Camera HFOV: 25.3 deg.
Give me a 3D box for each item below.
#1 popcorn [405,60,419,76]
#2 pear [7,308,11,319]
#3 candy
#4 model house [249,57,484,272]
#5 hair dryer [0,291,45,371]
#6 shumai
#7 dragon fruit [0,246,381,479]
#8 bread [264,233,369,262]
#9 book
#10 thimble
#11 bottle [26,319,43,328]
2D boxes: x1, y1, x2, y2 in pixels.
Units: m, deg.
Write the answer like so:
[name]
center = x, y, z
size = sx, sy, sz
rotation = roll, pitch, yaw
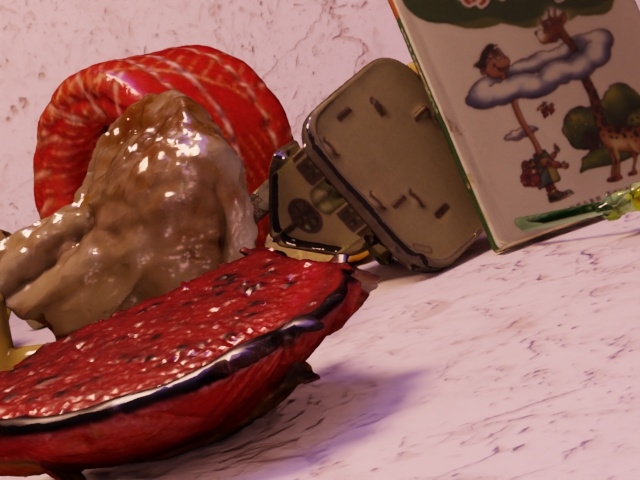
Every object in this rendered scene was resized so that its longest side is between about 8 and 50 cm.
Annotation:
[popcorn]
center = 0.205, -0.186, 1.739
size = 0.349, 0.349, 0.381
rotation = -23, -1, -44
[pear]
center = -0.507, 0.093, 1.912
size = 0.187, 0.187, 0.219
rotation = -11, -12, 43
[candy]
center = 0.278, -0.034, 1.350
size = 0.262, 0.073, 0.077
rotation = -13, 35, 53
[model house]
center = 0.032, -0.030, 1.607
size = 0.205, 0.218, 0.278
rotation = -42, 1, -41
[hair dryer]
center = -0.239, 0.102, 1.331
size = 0.278, 0.135, 0.090
rotation = -6, 9, 9
[shumai]
center = -0.212, -0.004, 1.419
size = 0.262, 0.267, 0.314
rotation = -17, -9, -20
[dragon fruit]
center = -0.111, 0.104, 1.020
size = 0.343, 0.100, 0.282
rotation = -23, 10, -24
[bread]
center = 0.000, 0.000, 1.787
size = 0.125, 0.068, 0.188
rotation = -17, 5, 2
[book]
center = 0.232, -0.196, 1.530
size = 0.260, 0.371, 0.043
rotation = -19, -13, -14
[thimble]
center = -0.207, -0.086, 1.935
size = 0.350, 0.350, 0.230
rotation = -11, 11, 45
[bottle]
center = -0.384, 0.098, 2.104
size = 0.101, 0.047, 0.063
rotation = -17, 41, -40
